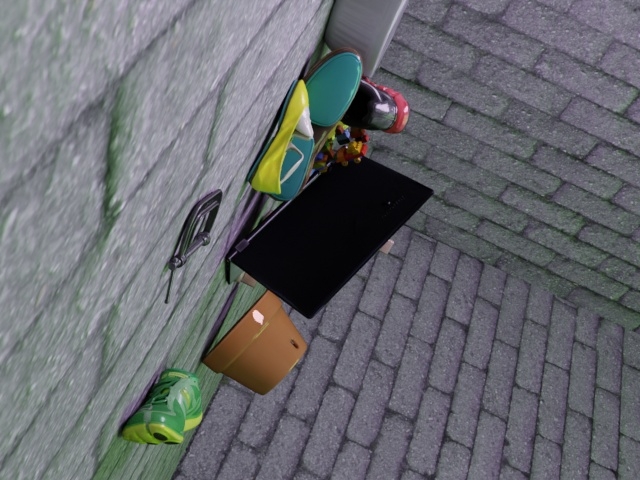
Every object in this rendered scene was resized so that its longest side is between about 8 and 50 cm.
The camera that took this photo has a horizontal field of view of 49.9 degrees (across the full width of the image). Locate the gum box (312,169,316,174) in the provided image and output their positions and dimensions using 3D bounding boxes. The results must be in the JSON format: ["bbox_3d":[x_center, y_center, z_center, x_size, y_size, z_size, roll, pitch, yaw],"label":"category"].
[{"bbox_3d":[-0.013,-0.205,2.145,0.107,0.062,0.188,-39,-162,1],"label":"gum box"}]

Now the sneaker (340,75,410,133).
[{"bbox_3d":[0.061,-0.312,1.493,0.135,0.276,0.098,-7,122,-43],"label":"sneaker"}]

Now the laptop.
[{"bbox_3d":[0.000,0.000,1.565,0.382,0.236,0.408,-44,174,-17],"label":"laptop"}]

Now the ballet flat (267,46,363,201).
[{"bbox_3d":[-0.027,-0.243,1.416,0.343,0.116,0.124,-65,-160,16],"label":"ballet flat"}]

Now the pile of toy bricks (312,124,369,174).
[{"bbox_3d":[-0.002,-0.219,1.522,0.105,0.212,0.118,56,38,-35],"label":"pile of toy bricks"}]

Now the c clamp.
[{"bbox_3d":[-0.180,-0.004,0.977,0.161,0.022,0.137,-61,171,-65],"label":"c clamp"}]

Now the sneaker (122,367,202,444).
[{"bbox_3d":[-0.284,0.298,1.254,0.295,0.109,0.124,83,9,-86],"label":"sneaker"}]

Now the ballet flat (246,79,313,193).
[{"bbox_3d":[-0.059,-0.190,1.296,0.077,0.077,0.231,110,4,-79],"label":"ballet flat"}]

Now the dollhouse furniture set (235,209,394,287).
[{"bbox_3d":[-0.019,0.064,1.925,0.303,0.355,0.174,-63,-179,12],"label":"dollhouse furniture set"}]

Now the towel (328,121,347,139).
[{"bbox_3d":[-0.012,-0.248,1.773,0.237,0.021,0.102,-46,162,-14],"label":"towel"}]

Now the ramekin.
[{"bbox_3d":[0.108,-0.493,1.441,0.273,0.127,0.273,-155,-90,-90],"label":"ramekin"}]

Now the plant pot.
[{"bbox_3d":[-0.178,0.315,2.022,0.291,0.203,0.291,-46,-179,1],"label":"plant pot"}]
